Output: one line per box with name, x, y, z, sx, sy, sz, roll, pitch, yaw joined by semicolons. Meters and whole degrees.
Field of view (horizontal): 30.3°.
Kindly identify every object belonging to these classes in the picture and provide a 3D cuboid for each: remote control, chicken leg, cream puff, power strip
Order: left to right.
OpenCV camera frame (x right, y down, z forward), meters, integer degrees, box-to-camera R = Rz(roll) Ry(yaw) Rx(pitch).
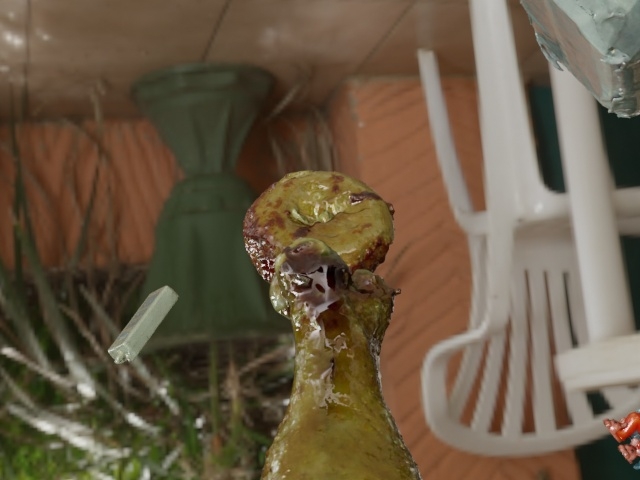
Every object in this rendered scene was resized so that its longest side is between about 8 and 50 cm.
power strip;-0.139;0.067;0.925;0.027;0.017;0.083;-29;-160;42
cream puff;0.000;0.000;1.127;0.149;0.149;0.084;-4;138;-7
chicken leg;0.036;0.185;0.825;0.212;0.361;0.140;21;155;-17
remote control;0.150;-0.123;0.644;0.052;0.104;0.247;-44;166;8

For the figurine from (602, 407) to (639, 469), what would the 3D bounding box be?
figurine;0.329;0.153;1.050;0.140;0.068;0.075;-38;124;9
